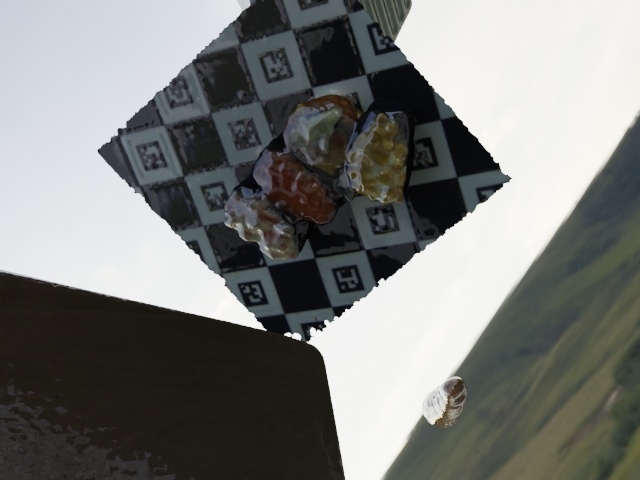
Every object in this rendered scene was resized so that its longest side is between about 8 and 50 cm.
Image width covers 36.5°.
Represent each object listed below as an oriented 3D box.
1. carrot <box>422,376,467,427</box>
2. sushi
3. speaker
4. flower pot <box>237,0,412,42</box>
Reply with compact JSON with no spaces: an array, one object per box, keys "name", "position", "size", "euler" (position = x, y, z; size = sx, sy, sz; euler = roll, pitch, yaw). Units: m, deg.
[{"name":"carrot","position":[0.183,0.225,1.386],"size":[0.061,0.061,0.210],"euler":[-51,-12,-13]},{"name":"sushi","position":[-0.031,-0.051,0.814],"size":[0.290,0.264,0.050],"euler":[-38,7,32]},{"name":"speaker","position":[-0.120,0.141,0.547],"size":[0.231,0.193,0.153],"euler":[18,-42,-33]},{"name":"flower pot","position":[-0.002,-0.351,1.316],"size":[0.209,0.239,0.189],"euler":[-35,-27,-1]}]
